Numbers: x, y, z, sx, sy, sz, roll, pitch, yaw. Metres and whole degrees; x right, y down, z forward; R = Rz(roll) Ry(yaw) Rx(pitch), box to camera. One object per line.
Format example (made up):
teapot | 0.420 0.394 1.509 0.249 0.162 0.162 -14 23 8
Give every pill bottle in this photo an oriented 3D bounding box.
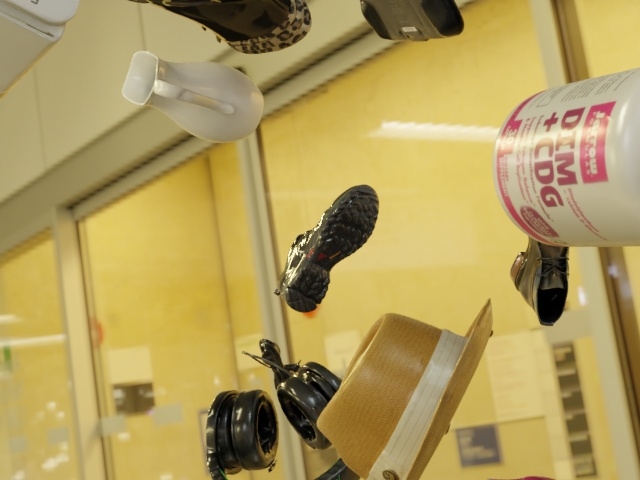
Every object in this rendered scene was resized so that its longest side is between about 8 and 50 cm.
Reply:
pill bottle | 0.289 -0.074 1.033 0.160 0.160 0.283 -5 1 -22

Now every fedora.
fedora | 0.051 0.111 0.809 0.079 0.194 0.194 28 -7 6

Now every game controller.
game controller | 0.122 -0.384 1.800 0.067 0.166 0.319 -45 18 -6

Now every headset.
headset | -0.052 0.293 1.800 0.243 0.185 0.394 -19 34 1

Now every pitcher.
pitcher | -0.189 -0.224 1.837 0.207 0.125 0.178 16 11 -30

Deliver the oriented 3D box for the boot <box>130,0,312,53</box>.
boot | -0.217 -0.388 1.717 0.377 0.138 0.284 11 -7 34

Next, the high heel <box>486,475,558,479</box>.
high heel | 0.280 0.436 1.578 0.117 0.244 0.082 -1 -41 15

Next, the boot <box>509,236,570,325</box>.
boot | 0.331 0.017 1.613 0.082 0.106 0.219 -2 -47 -12

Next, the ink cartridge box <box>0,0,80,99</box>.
ink cartridge box | -0.241 -0.197 0.801 0.114 0.197 0.273 27 -25 -26

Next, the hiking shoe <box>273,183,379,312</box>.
hiking shoe | 0.000 0.000 1.811 0.086 0.227 0.114 39 -5 -29
